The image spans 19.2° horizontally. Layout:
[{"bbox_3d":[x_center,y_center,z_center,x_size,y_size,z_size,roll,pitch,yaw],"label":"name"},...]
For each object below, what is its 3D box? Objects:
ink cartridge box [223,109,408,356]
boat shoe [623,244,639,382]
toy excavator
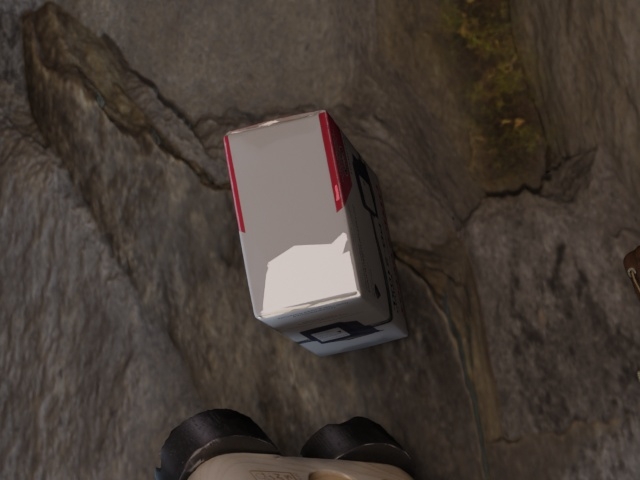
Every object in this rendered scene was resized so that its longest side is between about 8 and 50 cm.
[{"bbox_3d":[0.000,0.000,1.718,0.100,0.237,0.172,-13,76,10],"label":"ink cartridge box"},{"bbox_3d":[0.335,0.117,1.690,0.095,0.095,0.257,-21,71,28],"label":"boat shoe"},{"bbox_3d":[-0.106,0.389,1.632,0.222,0.432,0.445,40,117,55],"label":"toy excavator"}]
